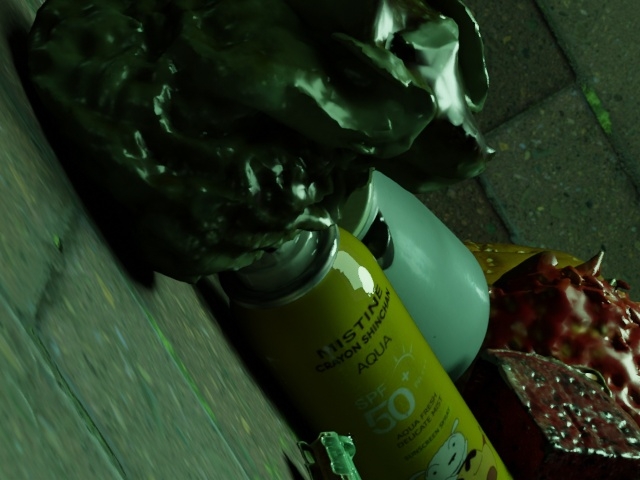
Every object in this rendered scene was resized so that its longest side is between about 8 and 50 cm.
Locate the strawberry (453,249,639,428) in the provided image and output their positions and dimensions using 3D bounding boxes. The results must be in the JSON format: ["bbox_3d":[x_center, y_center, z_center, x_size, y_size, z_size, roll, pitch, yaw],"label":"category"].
[{"bbox_3d":[0.210,0.191,1.609,0.343,0.292,0.292,60,3,36],"label":"strawberry"}]

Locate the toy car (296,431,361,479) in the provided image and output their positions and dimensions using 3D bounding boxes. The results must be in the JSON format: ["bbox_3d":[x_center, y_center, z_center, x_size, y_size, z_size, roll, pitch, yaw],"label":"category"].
[{"bbox_3d":[0.024,0.171,1.176,0.059,0.035,0.122,-116,-177,-52],"label":"toy car"}]

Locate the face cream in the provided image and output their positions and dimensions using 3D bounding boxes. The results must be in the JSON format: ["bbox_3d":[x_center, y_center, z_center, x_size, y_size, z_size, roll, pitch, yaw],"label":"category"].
[{"bbox_3d":[0.028,0.093,1.297,0.348,0.105,0.105,57,5,-40],"label":"face cream"}]

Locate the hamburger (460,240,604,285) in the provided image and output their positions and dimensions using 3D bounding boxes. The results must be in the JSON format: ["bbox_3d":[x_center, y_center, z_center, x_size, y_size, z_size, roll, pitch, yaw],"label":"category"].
[{"bbox_3d":[0.172,0.099,2.026,0.314,0.290,0.170,-96,-173,-72],"label":"hamburger"}]

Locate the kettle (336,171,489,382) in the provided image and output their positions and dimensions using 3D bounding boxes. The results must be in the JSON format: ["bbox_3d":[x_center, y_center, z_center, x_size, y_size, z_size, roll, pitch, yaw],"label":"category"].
[{"bbox_3d":[0.000,0.000,1.434,0.210,0.160,0.243,33,-9,31],"label":"kettle"}]

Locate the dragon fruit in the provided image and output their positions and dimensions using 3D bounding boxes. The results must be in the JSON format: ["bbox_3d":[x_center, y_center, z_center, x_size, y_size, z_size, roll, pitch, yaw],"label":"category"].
[{"bbox_3d":[0.163,0.178,1.477,0.127,0.161,0.120,18,27,-30],"label":"dragon fruit"}]

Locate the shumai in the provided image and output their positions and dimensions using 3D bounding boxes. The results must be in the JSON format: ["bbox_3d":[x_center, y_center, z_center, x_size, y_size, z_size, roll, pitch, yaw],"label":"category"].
[{"bbox_3d":[-0.023,-0.094,1.063,0.256,0.218,0.189,-62,132,-65],"label":"shumai"}]
